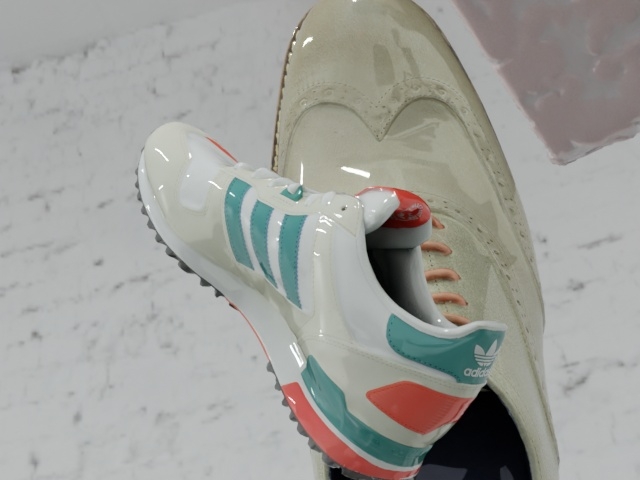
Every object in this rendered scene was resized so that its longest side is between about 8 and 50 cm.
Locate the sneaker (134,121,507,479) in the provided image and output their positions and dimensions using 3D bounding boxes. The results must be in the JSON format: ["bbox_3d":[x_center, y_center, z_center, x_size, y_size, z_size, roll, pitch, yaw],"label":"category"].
[{"bbox_3d":[0.000,0.000,0.346,0.057,0.161,0.075,8,-53,-52],"label":"sneaker"}]

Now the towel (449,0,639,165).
[{"bbox_3d":[0.222,-0.227,0.626,0.332,0.053,0.317,-24,-61,31],"label":"towel"}]

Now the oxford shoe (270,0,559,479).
[{"bbox_3d":[0.051,0.035,0.483,0.140,0.397,0.146,-10,-18,0],"label":"oxford shoe"}]
